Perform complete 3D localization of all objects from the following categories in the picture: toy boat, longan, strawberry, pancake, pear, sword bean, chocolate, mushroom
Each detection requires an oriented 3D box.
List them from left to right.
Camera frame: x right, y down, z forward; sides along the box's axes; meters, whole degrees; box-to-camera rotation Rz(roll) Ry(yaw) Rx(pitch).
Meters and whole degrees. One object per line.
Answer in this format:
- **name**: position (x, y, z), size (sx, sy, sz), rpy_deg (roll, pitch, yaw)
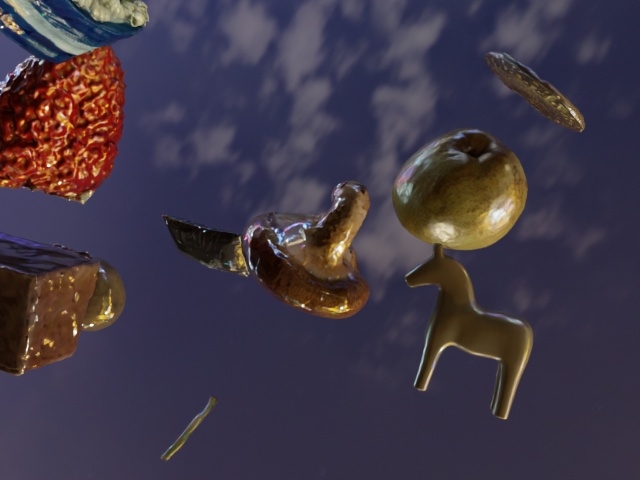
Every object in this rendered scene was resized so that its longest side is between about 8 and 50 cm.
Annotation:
- **chocolate**: position (-0.387, 0.037, 0.639), size (0.321, 0.112, 0.111), rpy_deg (14, -81, 14)
- **strawberry**: position (-0.506, -0.252, 1.265), size (0.292, 0.292, 0.343), rpy_deg (37, -78, 26)
- **longan**: position (-0.576, 0.136, 1.633), size (0.168, 0.167, 0.187), rpy_deg (16, -67, 29)
- **toy boat**: position (-0.134, -0.259, 0.533), size (0.291, 0.220, 0.067), rpy_deg (-37, -90, 6)
- **sword bean**: position (-0.134, 0.193, 0.667), size (0.012, 0.083, 0.012), rpy_deg (24, -41, 22)
- **mushroom**: position (-0.029, 0.021, 1.264), size (0.267, 0.267, 0.254), rpy_deg (15, -60, 29)
- **pear**: position (0.247, -0.094, 1.151), size (0.229, 0.188, 0.211), rpy_deg (11, -55, -3)
- **pancake**: position (0.334, -0.233, 1.012), size (0.199, 0.199, 0.021), rpy_deg (45, -77, 24)

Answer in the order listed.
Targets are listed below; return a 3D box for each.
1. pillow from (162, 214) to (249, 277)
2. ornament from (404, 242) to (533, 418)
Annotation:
- **pillow**: position (-0.258, 0.012, 1.475), size (0.208, 0.141, 0.055), rpy_deg (16, -128, 23)
- **ornament**: position (0.236, 0.143, 1.072), size (0.231, 0.061, 0.244), rpy_deg (17, -86, 7)
